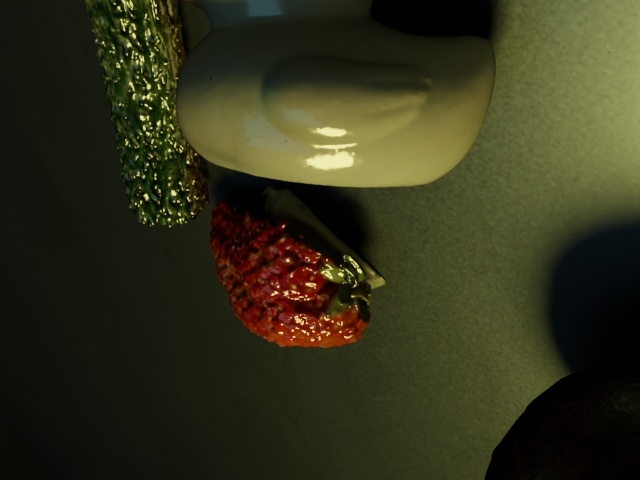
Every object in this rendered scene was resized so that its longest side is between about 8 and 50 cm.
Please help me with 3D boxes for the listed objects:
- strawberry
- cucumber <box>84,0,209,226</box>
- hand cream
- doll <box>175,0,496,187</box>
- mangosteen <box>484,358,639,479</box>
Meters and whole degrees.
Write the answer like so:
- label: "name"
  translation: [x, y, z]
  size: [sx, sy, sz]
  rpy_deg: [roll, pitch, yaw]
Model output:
- label: "strawberry"
  translation: [-0.048, 0.052, 0.860]
  size: [0.175, 0.107, 0.236]
  rpy_deg: [43, 165, -28]
- label: "cucumber"
  translation: [-0.175, -0.166, 0.787]
  size: [0.096, 0.096, 0.359]
  rpy_deg: [25, 141, 22]
- label: "hand cream"
  translation: [0.000, 0.000, 0.861]
  size: [0.165, 0.037, 0.057]
  rpy_deg: [42, 147, -15]
- label: "doll"
  translation: [0.004, -0.149, 0.569]
  size: [0.251, 0.221, 0.221]
  rpy_deg: [11, 142, 4]
- label: "mangosteen"
  translation: [0.289, 0.243, 0.625]
  size: [0.330, 0.330, 0.330]
  rpy_deg: [26, 144, 21]
